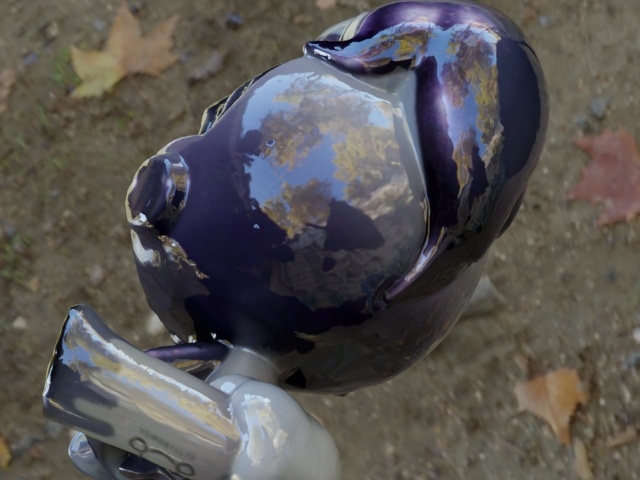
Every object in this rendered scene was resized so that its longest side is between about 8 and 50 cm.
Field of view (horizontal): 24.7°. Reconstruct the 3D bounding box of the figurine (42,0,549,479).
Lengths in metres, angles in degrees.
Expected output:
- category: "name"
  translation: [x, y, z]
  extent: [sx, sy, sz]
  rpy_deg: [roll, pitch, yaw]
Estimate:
- category: "figurine"
  translation: [0.000, 0.000, 0.540]
  extent: [0.145, 0.145, 0.222]
  rpy_deg: [16, 67, 23]
